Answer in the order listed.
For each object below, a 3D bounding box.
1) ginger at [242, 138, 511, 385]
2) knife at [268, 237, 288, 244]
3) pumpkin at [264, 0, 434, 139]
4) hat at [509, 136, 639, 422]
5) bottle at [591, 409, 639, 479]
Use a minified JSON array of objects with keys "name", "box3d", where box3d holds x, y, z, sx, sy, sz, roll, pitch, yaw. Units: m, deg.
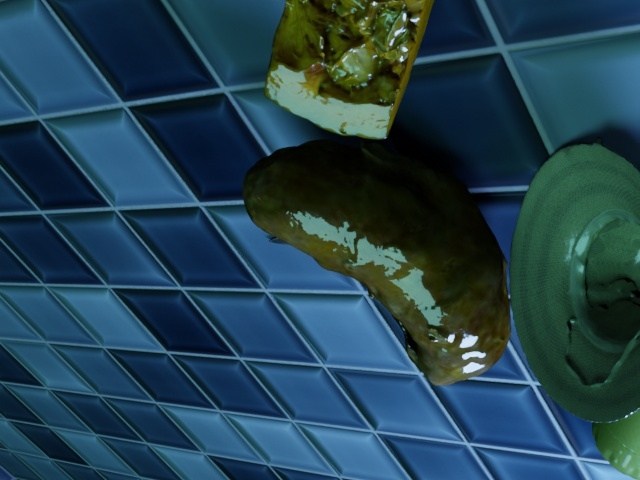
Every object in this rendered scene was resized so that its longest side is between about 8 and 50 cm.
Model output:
[{"name":"ginger","box3d":[0.079,0.001,1.028,0.321,0.172,0.165,43,-177,-10]},{"name":"knife","box3d":[0.000,0.000,1.212,0.170,0.010,0.023,-1,137,41]},{"name":"pumpkin","box3d":[0.032,-0.216,0.800,0.131,0.126,0.248,21,130,5]},{"name":"hat","box3d":[0.281,0.034,0.914,0.110,0.251,0.252,-1,155,-22]},{"name":"bottle","box3d":[0.359,0.130,1.006,0.112,0.112,0.260,22,135,12]}]
